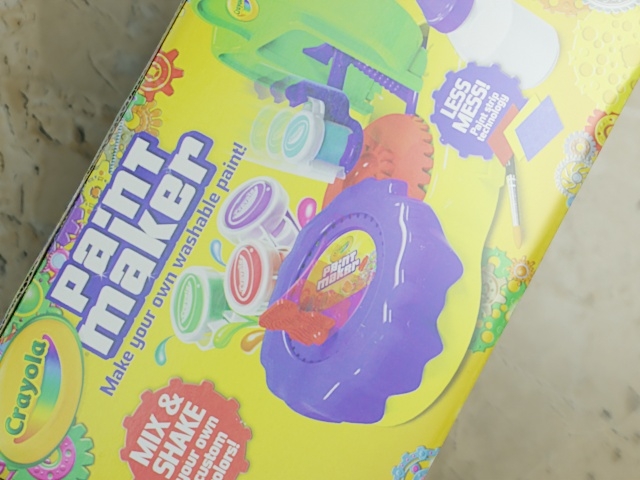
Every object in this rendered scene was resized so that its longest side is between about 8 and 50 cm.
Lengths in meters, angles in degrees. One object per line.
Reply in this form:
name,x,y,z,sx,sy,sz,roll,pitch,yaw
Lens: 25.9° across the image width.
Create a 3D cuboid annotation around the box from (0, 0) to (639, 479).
box,0.000,0.000,0.664,0.177,0.279,0.290,29,89,4
